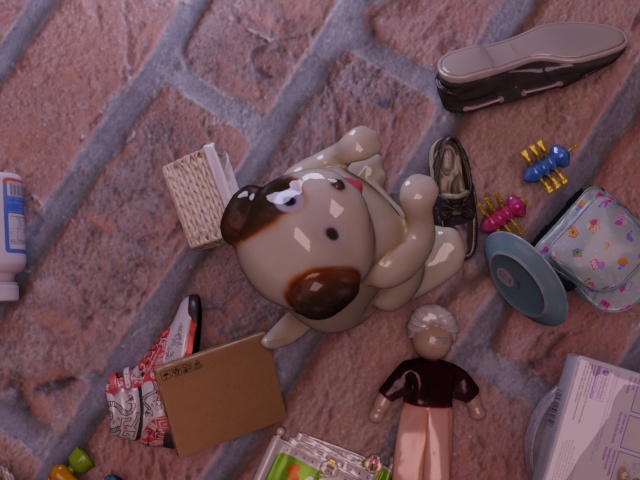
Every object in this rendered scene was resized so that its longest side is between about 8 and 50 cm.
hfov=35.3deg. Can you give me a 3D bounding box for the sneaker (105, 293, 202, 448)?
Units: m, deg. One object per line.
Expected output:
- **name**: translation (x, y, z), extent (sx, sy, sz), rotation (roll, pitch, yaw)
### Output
- **sneaker**: translation (-0.290, 0.218, 1.732), extent (0.145, 0.090, 0.270), rotation (8, 89, 1)

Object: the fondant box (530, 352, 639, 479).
- **fondant box**: translation (0.511, 0.335, 1.538), extent (0.330, 0.096, 0.238), rotation (17, 86, 4)

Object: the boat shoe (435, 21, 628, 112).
- **boat shoe**: translation (0.363, -0.300, 1.753), extent (0.335, 0.095, 0.112), rotation (-11, 49, -2)

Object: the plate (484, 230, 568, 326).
- **plate**: translation (0.333, 0.069, 1.668), extent (0.024, 0.188, 0.188), rotation (-35, 85, -20)

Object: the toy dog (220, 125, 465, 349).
- **toy dog**: translation (0.000, 0.000, 1.567), extent (0.395, 0.408, 0.284), rotation (-37, 76, 9)

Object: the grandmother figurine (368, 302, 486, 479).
- **grandmother figurine**: translation (0.187, 0.277, 1.701), extent (0.208, 0.104, 0.342), rotation (4, 87, -26)

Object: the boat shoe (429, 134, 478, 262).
- **boat shoe**: translation (0.229, -0.073, 1.739), extent (0.080, 0.073, 0.223), rotation (-6, 85, 2)

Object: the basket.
- **basket**: translation (-0.194, -0.070, 1.741), extent (0.103, 0.113, 0.167), rotation (-20, 85, 5)

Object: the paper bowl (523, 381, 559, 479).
- **paper bowl**: translation (0.487, 0.356, 1.659), extent (0.284, 0.148, 0.284), rotation (0, 85, 1)

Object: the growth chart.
- **growth chart**: translation (-0.001, 0.423, 1.739), extent (0.237, 0.021, 0.171), rotation (16, 88, 4)

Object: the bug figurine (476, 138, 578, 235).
- **bug figurine**: translation (0.395, -0.024, 1.729), extent (0.216, 0.072, 0.279), rotation (-30, 90, 6)

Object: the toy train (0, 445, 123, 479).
- **toy train**: translation (-0.451, 0.409, 1.725), extent (0.248, 0.105, 0.143), rotation (42, 78, 5)

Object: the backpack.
- **backpack**: translation (0.457, 0.022, 1.618), extent (0.188, 0.144, 0.166), rotation (42, 92, 1)

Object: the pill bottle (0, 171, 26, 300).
- **pill bottle**: translation (-0.576, -0.002, 1.746), extent (0.124, 0.124, 0.221), rotation (-4, 85, 2)

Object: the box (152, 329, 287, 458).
- **box**: translation (-0.167, 0.260, 1.704), extent (0.201, 0.021, 0.164), rotation (-17, 103, -20)
